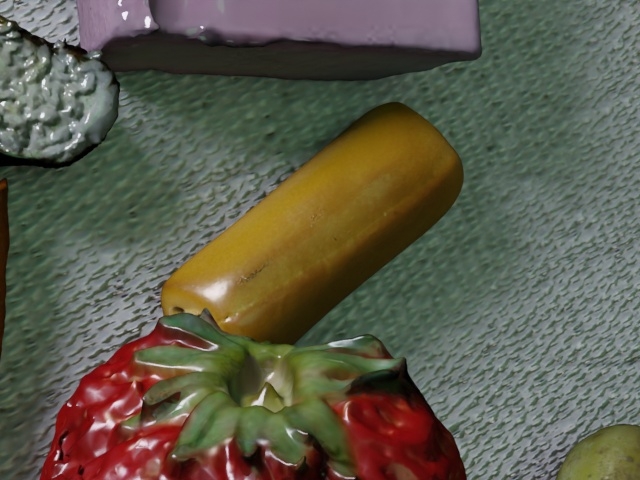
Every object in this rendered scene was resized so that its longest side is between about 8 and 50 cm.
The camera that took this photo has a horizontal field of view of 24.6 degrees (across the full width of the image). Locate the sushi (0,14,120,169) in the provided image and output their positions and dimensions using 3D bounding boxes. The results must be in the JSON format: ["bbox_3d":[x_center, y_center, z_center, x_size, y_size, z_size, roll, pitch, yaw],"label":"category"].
[{"bbox_3d":[-0.206,-0.093,0.923,0.150,0.078,0.090,14,84,-23],"label":"sushi"}]

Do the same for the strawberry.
[{"bbox_3d":[-0.041,0.196,0.888,0.257,0.257,0.276,-12,119,-25],"label":"strawberry"}]

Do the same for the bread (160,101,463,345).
[{"bbox_3d":[0.000,0.000,1.009,0.239,0.074,0.092,-41,106,-22],"label":"bread"}]

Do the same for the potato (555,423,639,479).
[{"bbox_3d":[0.233,0.279,1.034,0.176,0.141,0.298,0,85,-67],"label":"potato"}]

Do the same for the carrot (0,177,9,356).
[{"bbox_3d":[-0.222,0.063,0.906,0.072,0.072,0.205,-4,91,-25],"label":"carrot"}]

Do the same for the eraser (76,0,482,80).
[{"bbox_3d":[-0.034,-0.295,1.005,0.272,0.122,0.359,-2,85,-26],"label":"eraser"}]
